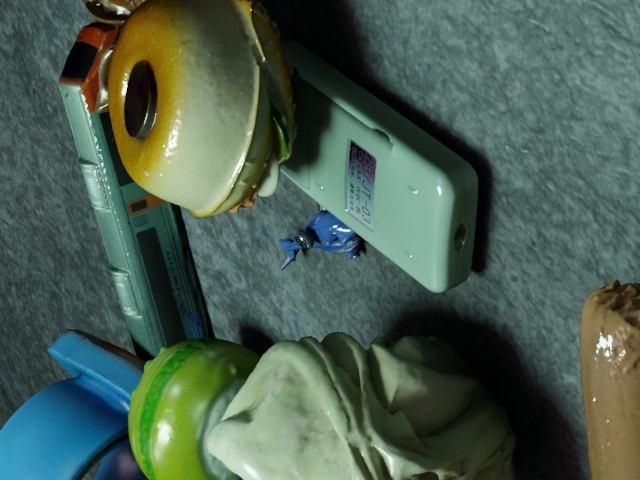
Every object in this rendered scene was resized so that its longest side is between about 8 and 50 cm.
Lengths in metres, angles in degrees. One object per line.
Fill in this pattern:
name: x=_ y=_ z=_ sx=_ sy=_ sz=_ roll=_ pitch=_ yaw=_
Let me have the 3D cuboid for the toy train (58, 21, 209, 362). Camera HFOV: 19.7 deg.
toy train: x=-0.224 y=-0.050 z=2.143 sx=0.086 sy=0.089 sz=0.409 roll=19 pitch=128 yaw=59

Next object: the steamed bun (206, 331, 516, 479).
steamed bun: x=0.054 y=0.176 z=1.728 sx=0.280 sy=0.207 sz=0.268 roll=29 pitch=178 yaw=21

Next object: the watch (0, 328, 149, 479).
watch: x=-0.263 y=0.289 z=2.226 sx=0.241 sy=0.274 sz=0.305 roll=27 pitch=160 yaw=33

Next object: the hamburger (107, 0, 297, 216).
hamburger: x=-0.112 y=-0.136 z=1.736 sx=0.237 sy=0.147 sz=0.237 roll=6 pitch=97 yaw=60

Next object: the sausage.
sausage: x=0.261 y=0.167 z=1.512 sx=0.086 sy=0.086 sz=0.289 roll=25 pitch=131 yaw=49

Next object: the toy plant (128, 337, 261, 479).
toy plant: x=-0.051 y=0.230 z=1.998 sx=0.316 sy=0.184 sz=0.224 roll=16 pitch=107 yaw=41

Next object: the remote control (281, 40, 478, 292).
remote control: x=0.037 y=-0.073 z=1.726 sx=0.296 sy=0.056 sz=0.140 roll=39 pitch=139 yaw=40

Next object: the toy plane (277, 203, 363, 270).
toy plane: x=0.000 y=0.000 z=1.856 sx=0.062 sy=0.054 sz=0.167 roll=45 pitch=154 yaw=-16

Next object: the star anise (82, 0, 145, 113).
star anise: x=-0.168 y=-0.222 z=1.902 sx=0.214 sy=0.099 sz=0.220 roll=39 pitch=121 yaw=33
